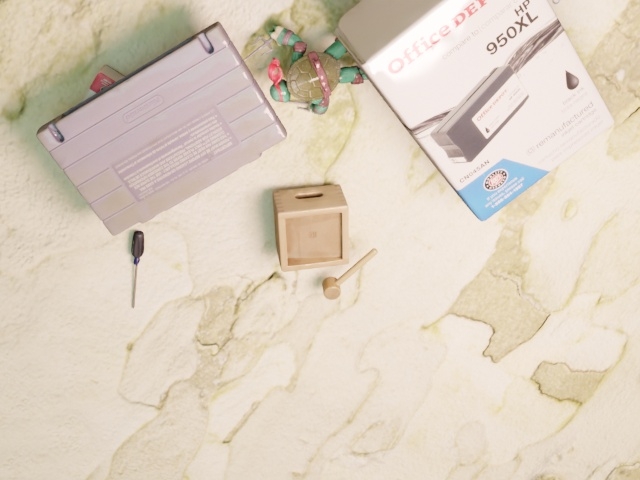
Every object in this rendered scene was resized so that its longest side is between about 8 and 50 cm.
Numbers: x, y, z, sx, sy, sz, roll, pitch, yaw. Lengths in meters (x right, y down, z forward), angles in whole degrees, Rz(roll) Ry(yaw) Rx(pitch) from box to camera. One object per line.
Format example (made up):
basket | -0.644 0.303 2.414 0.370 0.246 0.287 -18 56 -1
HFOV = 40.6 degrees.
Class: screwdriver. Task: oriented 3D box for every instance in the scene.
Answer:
screwdriver | -0.352 0.056 1.641 0.025 0.024 0.170 25 120 16

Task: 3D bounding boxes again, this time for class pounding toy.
pounding toy | 0.009 0.004 1.611 0.181 0.094 0.206 -7 124 -7

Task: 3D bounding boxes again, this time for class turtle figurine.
turtle figurine | -0.009 -0.283 1.466 0.234 0.118 0.175 -22 123 -5

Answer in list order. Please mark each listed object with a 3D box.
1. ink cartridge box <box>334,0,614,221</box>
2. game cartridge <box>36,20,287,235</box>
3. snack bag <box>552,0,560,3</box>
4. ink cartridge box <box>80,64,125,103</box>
ink cartridge box | 0.255 -0.268 1.412 0.285 0.166 0.395 -38 126 9
game cartridge | -0.260 -0.178 1.448 0.355 0.068 0.230 -28 119 9
snack bag | 0.385 -0.502 1.334 0.342 0.037 0.323 1 146 14
ink cartridge box | -0.365 -0.207 1.493 0.109 0.063 0.150 30 109 -17
